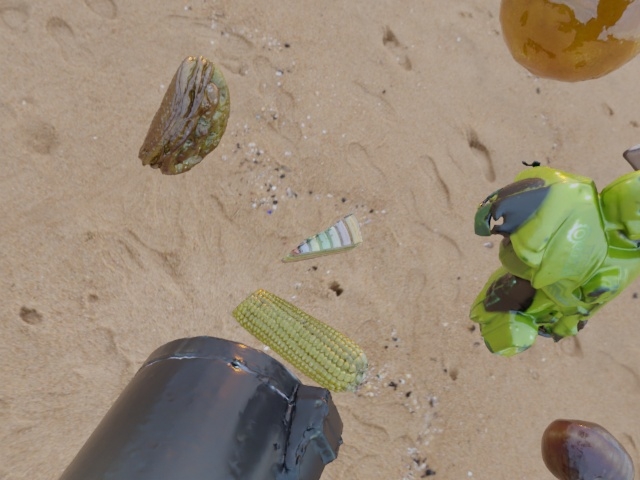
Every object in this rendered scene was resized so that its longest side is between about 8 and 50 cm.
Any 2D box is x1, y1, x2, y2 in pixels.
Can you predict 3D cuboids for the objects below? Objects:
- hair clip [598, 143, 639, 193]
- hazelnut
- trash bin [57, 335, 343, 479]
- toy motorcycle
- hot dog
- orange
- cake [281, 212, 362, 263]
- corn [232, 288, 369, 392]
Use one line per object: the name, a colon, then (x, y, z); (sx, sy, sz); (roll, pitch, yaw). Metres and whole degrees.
hair clip: (0.415, -0.082, 0.391); (0.101, 0.331, 0.085); (-38, 89, -9)
hazelnut: (0.680, 0.554, 1.063); (0.204, 0.178, 0.178); (29, 65, 12)
trash bin: (-0.125, 0.249, 0.316); (0.302, 0.251, 0.203); (-67, 142, -59)
toy motorcycle: (0.273, 0.031, 0.504); (0.206, 0.342, 0.142); (21, 59, 14)
hot dog: (-0.292, -0.265, 0.924); (0.122, 0.272, 0.196); (40, 21, 1)
orange: (0.434, -0.397, 0.689); (0.260, 0.261, 0.261); (5, 70, -15)
cake: (0.011, 0.019, 1.135); (0.225, 0.109, 0.090); (-29, 87, -24)
corn: (-0.054, 0.251, 1.074); (0.387, 0.144, 0.144); (31, 65, 10)
